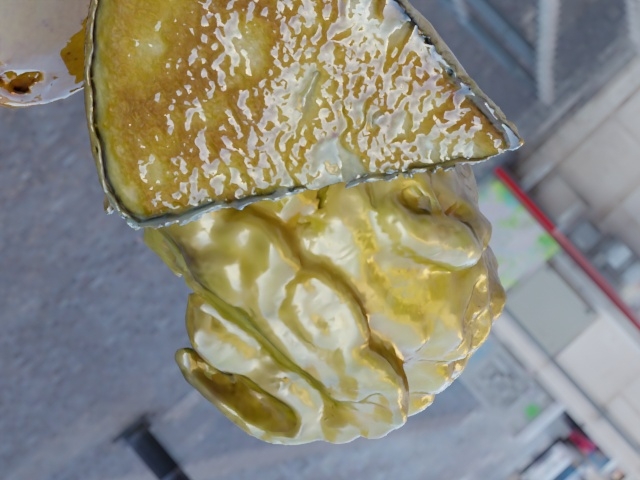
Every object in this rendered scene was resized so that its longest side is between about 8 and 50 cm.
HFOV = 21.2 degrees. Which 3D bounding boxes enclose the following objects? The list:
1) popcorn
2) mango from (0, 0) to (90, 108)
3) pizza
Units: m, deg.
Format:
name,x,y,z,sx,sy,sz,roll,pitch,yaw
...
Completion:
name,x,y,z,sx,sy,sz,roll,pitch,yaw
popcorn,0.000,0.000,0.934,0.190,0.250,0.250,-34,169,13
mango,-0.136,-0.181,0.852,0.156,0.151,0.248,-79,-177,-60
pizza,-0.005,-0.078,0.636,0.036,0.176,0.184,-52,150,-61
